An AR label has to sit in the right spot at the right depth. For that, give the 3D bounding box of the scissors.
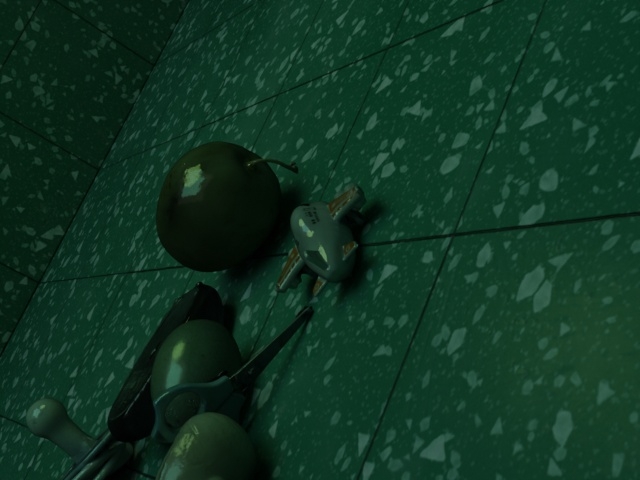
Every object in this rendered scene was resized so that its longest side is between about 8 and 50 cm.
[{"bbox_3d":[-0.138,0.244,1.685,0.360,0.191,0.029,-47,27,-16],"label":"scissors"}]

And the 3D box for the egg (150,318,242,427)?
[{"bbox_3d":[-0.227,0.254,1.774,0.169,0.169,0.236,-38,37,37],"label":"egg"}]

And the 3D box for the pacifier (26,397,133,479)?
[{"bbox_3d":[-0.536,0.434,2.052,0.299,0.233,0.244,-47,0,24],"label":"pacifier"}]

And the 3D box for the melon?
[{"bbox_3d":[-0.218,-0.069,2.035,0.271,0.272,0.308,-106,30,-58],"label":"melon"}]

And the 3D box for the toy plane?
[{"bbox_3d":[0.000,0.000,1.712,0.245,0.117,0.244,-43,30,32],"label":"toy plane"}]

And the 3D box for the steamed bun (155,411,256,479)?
[{"bbox_3d":[-0.179,0.393,1.549,0.131,0.177,0.228,9,46,19],"label":"steamed bun"}]

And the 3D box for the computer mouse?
[{"bbox_3d":[-0.302,0.260,1.977,0.203,0.114,0.374,-20,36,57],"label":"computer mouse"}]
